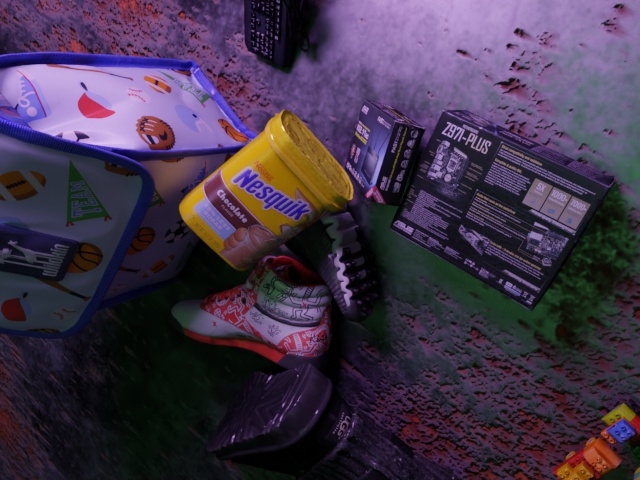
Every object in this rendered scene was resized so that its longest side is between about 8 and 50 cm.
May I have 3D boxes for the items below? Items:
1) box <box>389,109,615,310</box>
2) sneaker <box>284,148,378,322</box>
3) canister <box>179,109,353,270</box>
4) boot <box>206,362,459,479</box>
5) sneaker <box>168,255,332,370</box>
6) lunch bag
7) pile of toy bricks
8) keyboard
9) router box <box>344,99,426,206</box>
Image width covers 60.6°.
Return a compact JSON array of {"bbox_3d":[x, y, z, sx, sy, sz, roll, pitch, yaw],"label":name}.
[{"bbox_3d":[0.190,-0.039,0.593,0.180,0.077,0.147,31,116,22],"label":"box"},{"bbox_3d":[0.000,0.000,0.725,0.106,0.078,0.234,-23,85,36],"label":"sneaker"},{"bbox_3d":[-0.066,-0.051,0.643,0.170,0.073,0.126,-34,113,23],"label":"canister"},{"bbox_3d":[-0.002,0.307,0.765,0.260,0.131,0.348,39,151,-11],"label":"boot"},{"bbox_3d":[-0.104,0.085,0.800,0.270,0.090,0.144,13,107,25],"label":"sneaker"},{"bbox_3d":[-0.307,-0.055,0.716,0.239,0.385,0.328,46,120,15],"label":"lunch bag"},{"bbox_3d":[0.337,0.228,0.546,0.118,0.105,0.212,45,120,16],"label":"pile of toy bricks"},{"bbox_3d":[-0.059,-0.297,0.660,0.100,0.038,0.192,26,142,15],"label":"keyboard"},{"bbox_3d":[0.070,-0.104,0.633,0.038,0.122,0.092,10,112,-17],"label":"router box"}]
